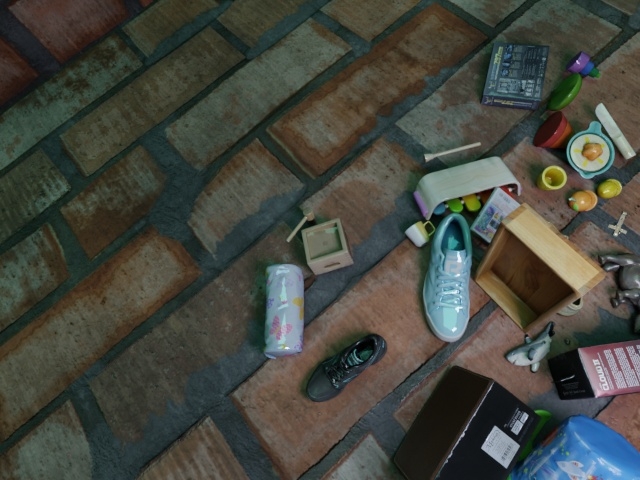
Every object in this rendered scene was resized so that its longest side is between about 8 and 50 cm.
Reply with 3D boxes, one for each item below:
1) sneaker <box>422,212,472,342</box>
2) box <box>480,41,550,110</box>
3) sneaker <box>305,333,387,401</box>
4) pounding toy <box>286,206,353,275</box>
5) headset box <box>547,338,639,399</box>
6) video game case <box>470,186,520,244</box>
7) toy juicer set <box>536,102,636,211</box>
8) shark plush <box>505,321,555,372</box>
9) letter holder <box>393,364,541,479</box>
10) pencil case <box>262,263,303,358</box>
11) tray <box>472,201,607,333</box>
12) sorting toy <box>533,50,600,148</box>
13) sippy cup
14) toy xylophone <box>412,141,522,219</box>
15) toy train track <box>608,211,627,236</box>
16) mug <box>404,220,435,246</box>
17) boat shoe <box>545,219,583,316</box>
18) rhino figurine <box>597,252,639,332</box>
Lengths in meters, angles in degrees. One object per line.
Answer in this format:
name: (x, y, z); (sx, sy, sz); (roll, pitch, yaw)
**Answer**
sneaker: (0.356, 0.091, 1.176); (0.135, 0.150, 0.366); (0, 67, 13)
box: (0.664, -0.563, 1.434); (0.183, 0.059, 0.233); (12, 72, 15)
sneaker: (0.064, 0.343, 1.159); (0.267, 0.106, 0.101); (-39, 67, -4)
pounding toy: (-0.010, -0.002, 1.326); (0.180, 0.094, 0.206); (-18, 56, 9)
headset box: (0.700, 0.302, 0.986); (0.292, 0.218, 0.110); (-10, 66, 6)
video game case: (0.526, -0.051, 1.213); (0.157, 0.019, 0.143); (33, 88, -17)
toy juicer set: (0.814, -0.231, 1.225); (0.209, 0.089, 0.329); (41, 87, 7)
shark plush: (0.569, 0.271, 1.117); (0.161, 0.073, 0.067); (-51, 38, -6)
letter holder: (0.341, 0.486, 1.025); (0.152, 0.214, 0.302); (38, 79, -5)
pencil case: (-0.113, 0.205, 1.245); (0.124, 0.113, 0.274); (-11, 66, 18)
tray: (0.493, 0.087, 1.009); (0.076, 0.411, 0.203); (-38, 66, -4)
sorting toy: (0.813, -0.428, 1.340); (0.126, 0.127, 0.366); (28, 77, -4)
sippy cup: (0.547, 0.505, 0.881); (0.305, 0.239, 0.224); (37, 115, 39)
toy xylophone: (0.444, -0.186, 1.292); (0.322, 0.081, 0.237); (-8, 53, 3)
toy train track: (0.864, -0.049, 1.209); (0.048, 0.014, 0.083); (27, 75, 20)
mug: (0.305, -0.019, 1.279); (0.078, 0.062, 0.064); (-46, 68, 40)
boat shoe: (0.658, 0.061, 1.162); (0.104, 0.089, 0.286); (-13, 66, 7)
rhino figurine: (0.831, 0.142, 1.106); (0.106, 0.073, 0.244); (-14, 67, 8)
